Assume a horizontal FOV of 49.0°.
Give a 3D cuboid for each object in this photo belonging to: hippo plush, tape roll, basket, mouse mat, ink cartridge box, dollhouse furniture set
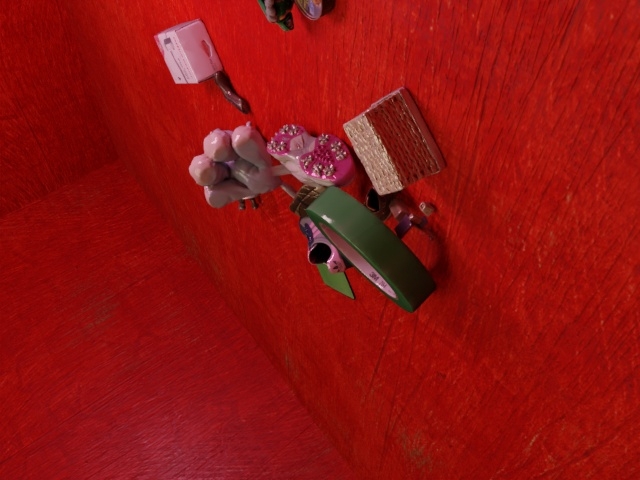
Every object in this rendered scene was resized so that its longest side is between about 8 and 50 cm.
[{"bbox_3d":[-0.207,-0.243,1.898,0.236,0.294,0.234,-105,12,-51],"label":"hippo plush"},{"bbox_3d":[0.107,0.020,1.519,0.321,0.077,0.321,45,175,5],"label":"tape roll"},{"bbox_3d":[0.130,-0.175,1.282,0.167,0.103,0.113,62,160,-7],"label":"basket"},{"bbox_3d":[0.032,0.091,2.069,0.190,0.007,0.152,22,139,58],"label":"mouse mat"},{"bbox_3d":[-0.379,-0.536,2.012,0.218,0.092,0.158,19,137,59],"label":"ink cartridge box"},{"bbox_3d":[0.201,-0.054,1.435,0.081,0.091,0.114,24,-154,-29],"label":"dollhouse furniture set"}]

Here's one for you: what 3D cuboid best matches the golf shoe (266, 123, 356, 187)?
[{"bbox_3d":[-0.001,-0.177,1.633,0.306,0.115,0.140,36,168,50],"label":"golf shoe"}]

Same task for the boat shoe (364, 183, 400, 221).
[{"bbox_3d":[0.121,-0.085,1.505,0.064,0.060,0.178,52,160,17],"label":"boat shoe"}]

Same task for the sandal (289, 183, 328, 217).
[{"bbox_3d":[-0.026,-0.116,1.827,0.072,0.049,0.180,37,149,-8],"label":"sandal"}]

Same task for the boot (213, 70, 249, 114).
[{"bbox_3d":[-0.245,-0.409,1.951,0.114,0.037,0.106,47,171,39],"label":"boot"}]

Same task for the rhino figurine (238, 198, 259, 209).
[{"bbox_3d":[-0.294,-0.198,2.336,0.243,0.073,0.106,46,161,36],"label":"rhino figurine"}]

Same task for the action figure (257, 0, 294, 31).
[{"bbox_3d":[-0.087,-0.498,1.349,0.063,0.137,0.232,32,159,28],"label":"action figure"}]

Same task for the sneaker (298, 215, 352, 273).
[{"bbox_3d":[0.000,0.000,1.820,0.319,0.131,0.112,23,140,59],"label":"sneaker"}]

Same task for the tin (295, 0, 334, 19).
[{"bbox_3d":[-0.017,-0.492,1.274,0.106,0.040,0.189,45,157,25],"label":"tin"}]

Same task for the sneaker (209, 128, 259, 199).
[{"bbox_3d":[-0.279,-0.236,2.201,0.297,0.111,0.129,44,150,33],"label":"sneaker"}]
